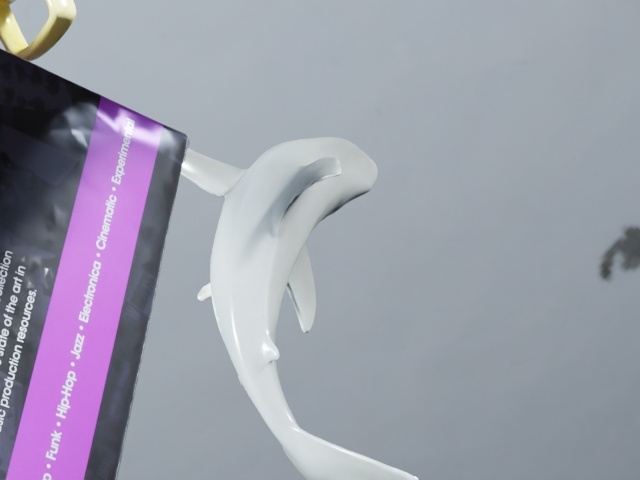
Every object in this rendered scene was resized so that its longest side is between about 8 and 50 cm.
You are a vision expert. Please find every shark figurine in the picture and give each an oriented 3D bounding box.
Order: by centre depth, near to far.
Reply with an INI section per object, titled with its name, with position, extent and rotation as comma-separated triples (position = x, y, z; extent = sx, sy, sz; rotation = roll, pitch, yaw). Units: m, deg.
[shark figurine]
position = -0.014, 0.012, 0.921
extent = 0.166, 0.278, 0.116
rotation = 27, 135, -28

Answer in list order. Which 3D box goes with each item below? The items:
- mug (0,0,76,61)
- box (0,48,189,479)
[mug]
position = -0.121, -0.110, 0.567
extent = 0.062, 0.078, 0.064
rotation = 22, 142, -29
[box]
position = -0.112, -0.003, 0.332
extent = 0.162, 0.116, 0.029
rotation = 26, 148, -27
